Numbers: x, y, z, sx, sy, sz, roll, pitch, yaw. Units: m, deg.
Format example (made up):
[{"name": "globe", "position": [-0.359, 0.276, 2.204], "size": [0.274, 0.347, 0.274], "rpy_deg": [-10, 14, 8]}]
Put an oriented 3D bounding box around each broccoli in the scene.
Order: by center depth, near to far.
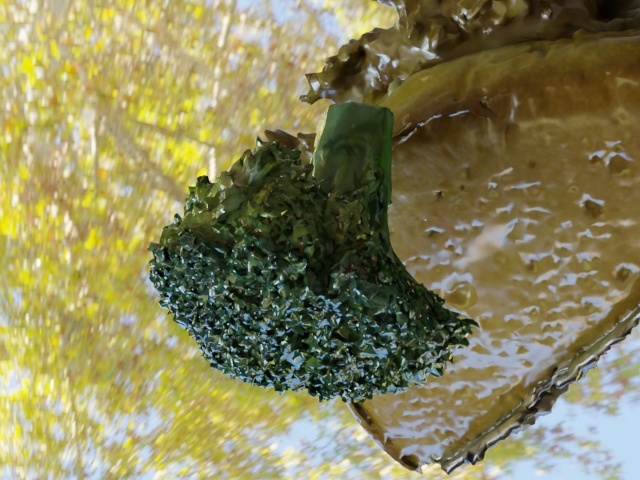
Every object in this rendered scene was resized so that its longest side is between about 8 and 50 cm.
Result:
[{"name": "broccoli", "position": [0.000, 0.000, 0.891], "size": [0.219, 0.194, 0.194], "rpy_deg": [4, -107, 23]}]

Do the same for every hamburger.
[{"name": "hamburger", "position": [0.120, -0.065, 1.073], "size": [0.287, 0.445, 0.268], "rpy_deg": [32, -143, -16]}]
